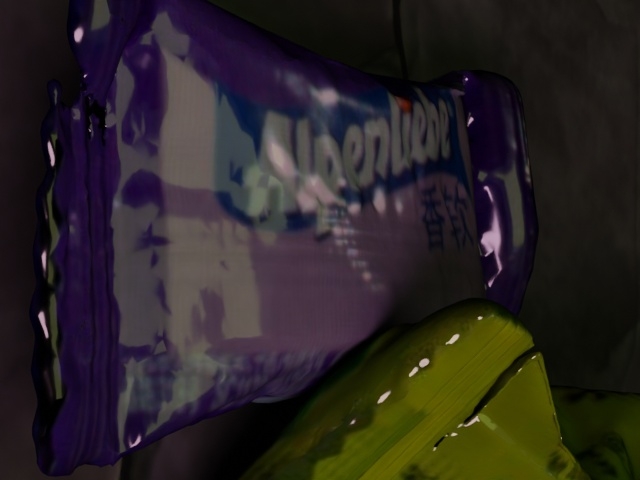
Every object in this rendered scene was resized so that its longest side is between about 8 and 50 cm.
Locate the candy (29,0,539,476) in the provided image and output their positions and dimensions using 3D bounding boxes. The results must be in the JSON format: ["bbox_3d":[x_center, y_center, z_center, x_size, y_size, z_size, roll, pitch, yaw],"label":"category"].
[{"bbox_3d":[0.000,0.000,0.562,0.275,0.070,0.145,6,84,-56],"label":"candy"}]

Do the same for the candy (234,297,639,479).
[{"bbox_3d":[0.064,0.097,0.607,0.149,0.069,0.246,-48,152,14],"label":"candy"}]
